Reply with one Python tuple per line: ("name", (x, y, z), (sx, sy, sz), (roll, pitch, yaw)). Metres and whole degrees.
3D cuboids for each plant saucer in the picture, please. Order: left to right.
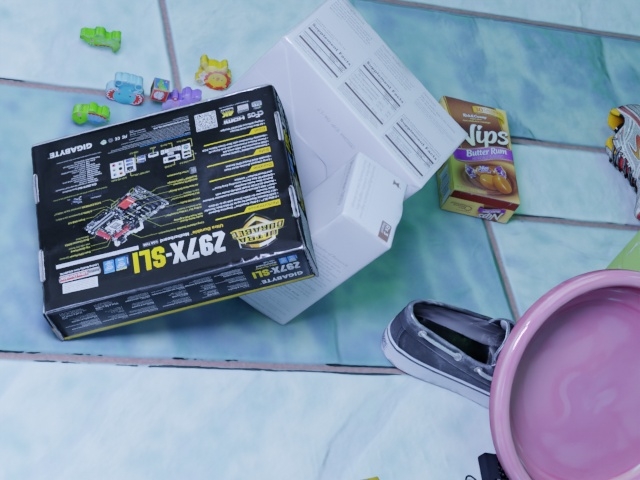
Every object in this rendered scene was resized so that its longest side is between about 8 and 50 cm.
("plant saucer", (0.358, 0.197, 2.024), (0.332, 0.084, 0.332), (-3, 98, -19))

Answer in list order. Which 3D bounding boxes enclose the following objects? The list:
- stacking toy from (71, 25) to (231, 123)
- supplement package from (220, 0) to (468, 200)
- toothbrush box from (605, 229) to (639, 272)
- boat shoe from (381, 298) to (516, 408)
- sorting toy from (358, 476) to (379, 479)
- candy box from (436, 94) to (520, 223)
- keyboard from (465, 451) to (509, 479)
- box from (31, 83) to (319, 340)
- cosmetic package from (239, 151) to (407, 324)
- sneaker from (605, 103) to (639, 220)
("stacking toy", (-0.229, -0.198, 2.161), (0.221, 0.052, 0.167), (13, 47, -16))
("supplement package", (0.022, -0.157, 2.114), (0.262, 0.204, 0.145), (48, 47, -5))
("toothbrush box", (0.497, 0.089, 2.145), (0.206, 0.283, 0.122), (20, 49, -13))
("boat shoe", (0.235, 0.151, 2.081), (0.301, 0.102, 0.108), (22, 47, -10))
("sorting toy", (-0.002, 0.375, 1.814), (0.132, 0.046, 0.274), (46, 48, 12))
("candy box", (0.226, -0.121, 2.333), (0.109, 0.053, 0.186), (12, 48, -19))
("keyboard", (0.240, 0.347, 1.972), (0.100, 0.038, 0.192), (8, 50, -22))
("box", (-0.183, -0.037, 1.922), (0.322, 0.079, 0.257), (-15, 57, 4))
("cosmetic package", (0.000, 0.000, 1.987), (0.085, 0.231, 0.117), (34, 44, -18))
("sneaker", (0.488, -0.119, 2.462), (0.093, 0.088, 0.225), (3, 50, 0))
